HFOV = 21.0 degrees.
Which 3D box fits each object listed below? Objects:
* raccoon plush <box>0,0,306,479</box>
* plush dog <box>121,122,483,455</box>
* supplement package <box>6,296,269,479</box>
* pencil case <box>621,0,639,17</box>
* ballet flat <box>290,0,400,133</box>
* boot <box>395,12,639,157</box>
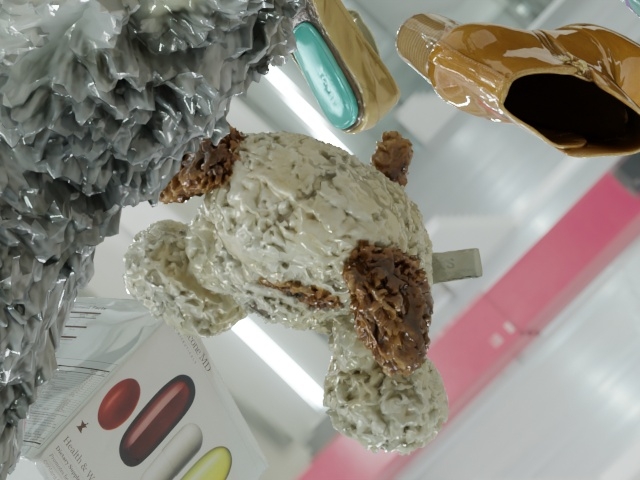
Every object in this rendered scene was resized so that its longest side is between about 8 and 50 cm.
[{"bbox_3d":[-0.101,0.043,0.612,0.216,0.299,0.446,-99,-4,-64],"label":"raccoon plush"},{"bbox_3d":[0.000,0.000,1.162,0.262,0.210,0.225,32,175,12],"label":"plush dog"},{"bbox_3d":[-0.187,0.185,1.483,0.149,0.203,0.194,0,127,41],"label":"supplement package"},{"bbox_3d":[0.314,-0.235,1.586,0.064,0.070,0.151,14,-149,-50],"label":"pencil case"},{"bbox_3d":[-0.007,-0.201,1.498,0.073,0.080,0.232,-28,-91,-37],"label":"ballet flat"},{"bbox_3d":[0.220,-0.114,1.428,0.295,0.104,0.211,8,-162,-30],"label":"boot"}]
